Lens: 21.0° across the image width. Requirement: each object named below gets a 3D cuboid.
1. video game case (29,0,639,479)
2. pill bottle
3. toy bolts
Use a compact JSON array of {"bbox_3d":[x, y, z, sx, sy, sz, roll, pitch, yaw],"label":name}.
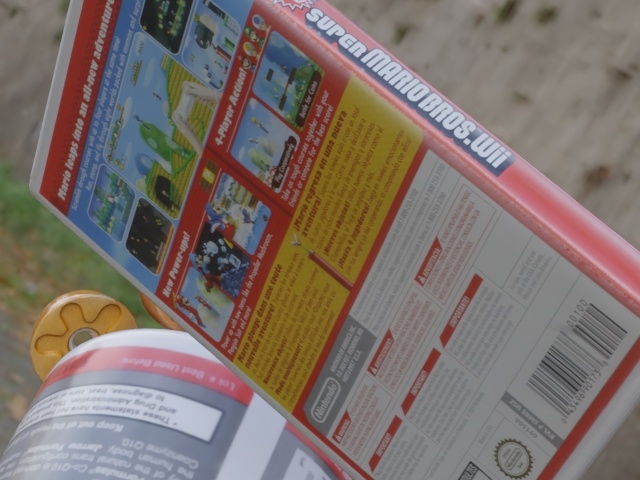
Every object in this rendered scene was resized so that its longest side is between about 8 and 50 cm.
[{"bbox_3d":[0.000,0.000,0.715,0.285,0.025,0.204,40,-39,13],"label":"video game case"},{"bbox_3d":[-0.120,0.240,0.907,0.210,0.363,0.210,14,-42,13],"label":"pill bottle"},{"bbox_3d":[-0.124,0.112,1.554,0.228,0.218,0.158,53,-3,-33],"label":"toy bolts"}]
